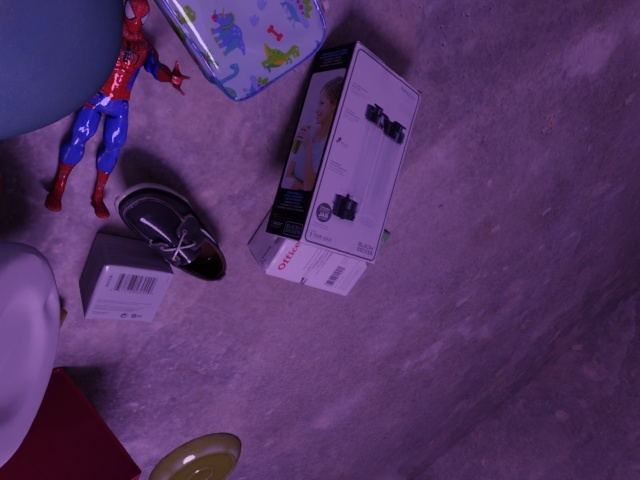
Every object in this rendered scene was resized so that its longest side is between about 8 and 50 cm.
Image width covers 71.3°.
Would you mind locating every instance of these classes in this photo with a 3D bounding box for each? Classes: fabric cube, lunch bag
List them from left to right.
[{"bbox_3d":[-0.469,0.408,0.670,0.259,0.254,0.258,-16,136,-52],"label":"fabric cube"},{"bbox_3d":[-0.098,-0.294,0.528,0.176,0.090,0.219,-37,137,-3],"label":"lunch bag"}]

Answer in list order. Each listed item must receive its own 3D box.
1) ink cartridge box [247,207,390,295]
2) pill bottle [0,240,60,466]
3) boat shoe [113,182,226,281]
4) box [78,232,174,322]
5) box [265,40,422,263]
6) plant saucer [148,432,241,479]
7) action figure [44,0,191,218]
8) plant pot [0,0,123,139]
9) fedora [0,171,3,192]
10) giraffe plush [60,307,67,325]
[{"bbox_3d":[0.000,0.000,0.834,0.219,0.092,0.160,22,108,-43],"label":"ink cartridge box"},{"bbox_3d":[-0.482,0.093,0.396,0.392,0.224,0.224,6,123,-10],"label":"pill bottle"},{"bbox_3d":[-0.207,-0.006,0.659,0.084,0.079,0.233,-37,151,-4],"label":"boat shoe"},{"bbox_3d":[-0.296,0.058,0.676,0.101,0.087,0.102,14,116,-41],"label":"box"},{"bbox_3d":[0.041,-0.124,0.687,0.169,0.087,0.289,16,89,-43],"label":"box"},{"bbox_3d":[-0.309,0.586,1.135,0.241,0.037,0.241,-19,133,-21],"label":"plant saucer"},{"bbox_3d":[-0.244,-0.140,0.523,0.092,0.139,0.280,8,116,-41],"label":"action figure"},{"bbox_3d":[-0.285,-0.206,0.368,0.290,0.290,0.195,-48,172,7],"label":"plant pot"},{"bbox_3d":[-0.457,-0.057,0.474,0.194,0.079,0.194,-20,133,-22],"label":"fedora"},{"bbox_3d":[-0.466,0.149,0.587,0.171,0.210,0.181,27,75,-21],"label":"giraffe plush"}]
